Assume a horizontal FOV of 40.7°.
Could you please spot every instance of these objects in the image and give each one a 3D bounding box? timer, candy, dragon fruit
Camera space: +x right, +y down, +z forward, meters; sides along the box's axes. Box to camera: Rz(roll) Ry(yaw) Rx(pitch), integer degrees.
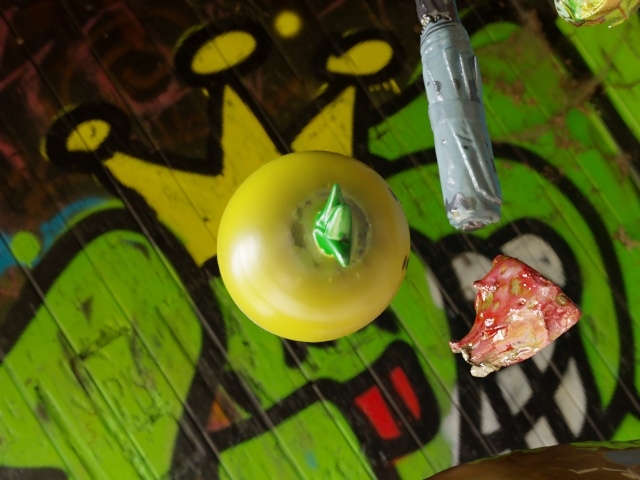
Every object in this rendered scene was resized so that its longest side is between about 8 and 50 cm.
[{"bbox_3d":[0.000,0.000,1.127,0.285,0.285,0.285,-33,-4,-3],"label":"timer"},{"bbox_3d":[0.295,-0.279,0.715,0.262,0.077,0.073,-47,-47,0],"label":"candy"},{"bbox_3d":[0.312,0.135,1.499,0.211,0.134,0.262,-52,6,-5],"label":"dragon fruit"}]

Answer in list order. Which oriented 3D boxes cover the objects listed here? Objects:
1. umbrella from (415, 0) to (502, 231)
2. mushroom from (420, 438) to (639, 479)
[{"bbox_3d":[0.121,-0.131,0.769,0.053,0.250,0.052,-7,-12,4],"label":"umbrella"},{"bbox_3d":[0.191,0.230,0.310,0.314,0.224,0.397,9,7,-23],"label":"mushroom"}]
